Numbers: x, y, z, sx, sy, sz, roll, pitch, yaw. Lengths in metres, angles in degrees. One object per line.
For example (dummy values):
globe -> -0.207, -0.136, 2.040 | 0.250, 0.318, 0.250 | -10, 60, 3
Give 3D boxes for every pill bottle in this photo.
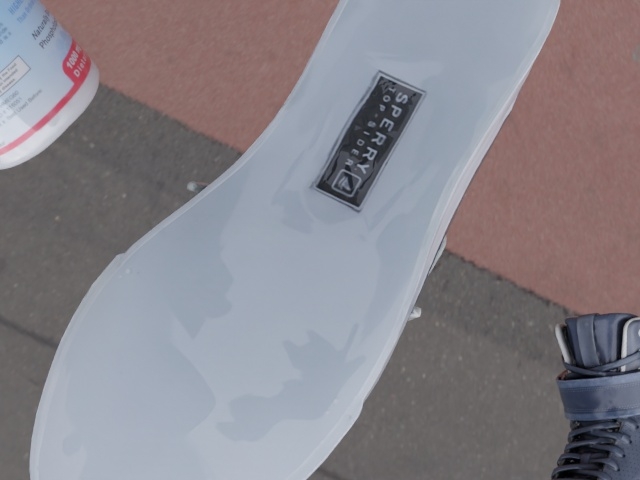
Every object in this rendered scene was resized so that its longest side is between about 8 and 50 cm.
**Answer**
pill bottle -> -0.201, -0.121, 0.536 | 0.087, 0.087, 0.160 | -25, 126, 21

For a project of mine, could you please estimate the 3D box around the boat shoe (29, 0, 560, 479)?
boat shoe -> -0.004, -0.002, 0.425 | 0.113, 0.105, 0.306 | 26, 76, 9

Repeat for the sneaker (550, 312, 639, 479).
sneaker -> 0.191, 0.142, 0.727 | 0.086, 0.226, 0.163 | -7, 99, 44
